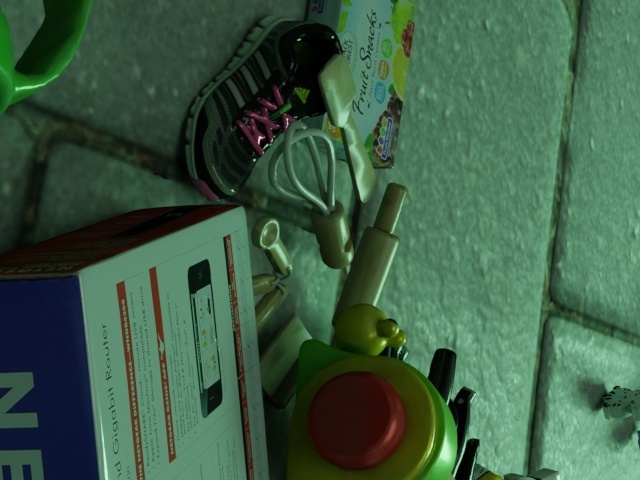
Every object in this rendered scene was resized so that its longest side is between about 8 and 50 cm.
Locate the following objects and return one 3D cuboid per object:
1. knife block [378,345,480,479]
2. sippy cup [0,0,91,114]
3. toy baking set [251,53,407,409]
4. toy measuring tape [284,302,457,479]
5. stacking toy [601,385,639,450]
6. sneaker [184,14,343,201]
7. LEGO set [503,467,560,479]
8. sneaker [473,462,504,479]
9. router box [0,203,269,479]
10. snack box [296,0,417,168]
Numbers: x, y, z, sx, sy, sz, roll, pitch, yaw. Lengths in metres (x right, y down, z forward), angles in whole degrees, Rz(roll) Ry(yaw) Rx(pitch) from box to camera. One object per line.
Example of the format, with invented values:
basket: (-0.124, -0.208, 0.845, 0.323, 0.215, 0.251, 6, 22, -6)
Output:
knife block: (0.046, 0.206, 1.084, 0.276, 0.088, 0.242, -34, 122, -62)
sippy cup: (-0.257, -0.169, 0.641, 0.305, 0.240, 0.224, 39, 47, -73)
toy baking set: (0.003, 0.003, 1.050, 0.197, 0.030, 0.256, 25, 87, -59)
toy measuring tape: (0.035, 0.198, 0.992, 0.121, 0.121, 0.330, 33, 53, -47)
stacking toy: (0.386, 0.197, 1.597, 0.221, 0.052, 0.167, -44, 125, -45)
sneaker: (-0.036, -0.100, 1.026, 0.063, 0.075, 0.170, 55, 50, -36)
LEGO set: (0.199, 0.305, 1.317, 0.093, 0.087, 0.227, -16, 103, -36)
sneaker: (0.127, 0.294, 1.223, 0.088, 0.093, 0.225, -27, 112, -49)
router box: (-0.106, 0.159, 0.836, 0.301, 0.082, 0.335, -28, 115, -76)
snack box: (0.027, -0.137, 1.139, 0.100, 0.037, 0.141, 20, 74, -49)
